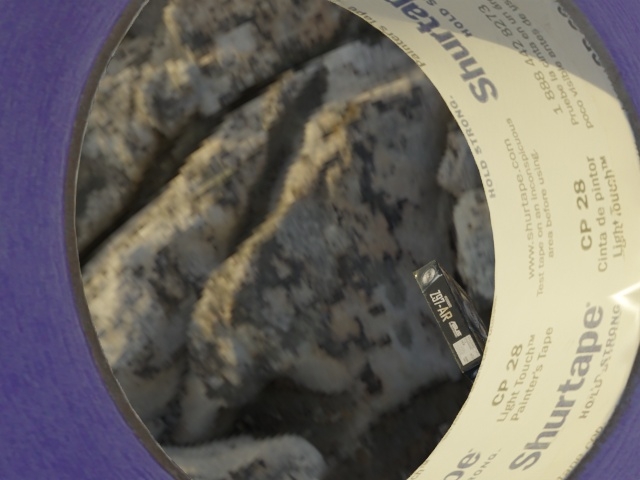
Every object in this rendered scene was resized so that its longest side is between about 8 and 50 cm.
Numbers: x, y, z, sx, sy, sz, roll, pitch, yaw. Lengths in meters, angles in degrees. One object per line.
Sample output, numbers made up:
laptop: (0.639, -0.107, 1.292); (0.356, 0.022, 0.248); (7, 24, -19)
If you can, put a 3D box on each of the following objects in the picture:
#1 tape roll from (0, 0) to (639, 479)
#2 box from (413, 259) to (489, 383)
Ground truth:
tape roll: (0.000, 0.000, 0.489); (0.275, 0.090, 0.274); (4, 81, -27)
box: (0.095, 0.061, 1.081); (0.018, 0.067, 0.083); (-32, 55, 10)
